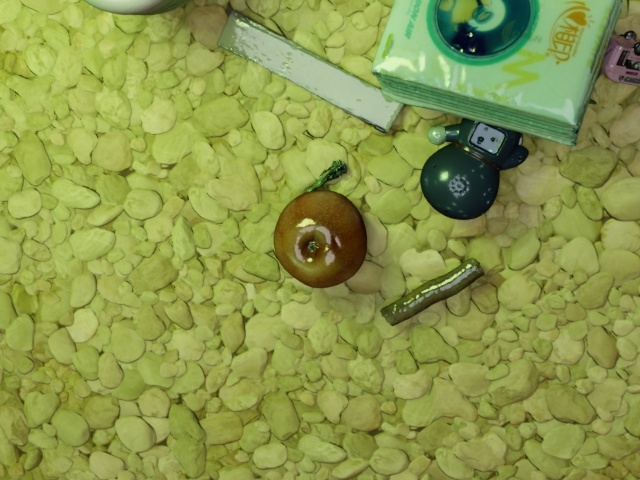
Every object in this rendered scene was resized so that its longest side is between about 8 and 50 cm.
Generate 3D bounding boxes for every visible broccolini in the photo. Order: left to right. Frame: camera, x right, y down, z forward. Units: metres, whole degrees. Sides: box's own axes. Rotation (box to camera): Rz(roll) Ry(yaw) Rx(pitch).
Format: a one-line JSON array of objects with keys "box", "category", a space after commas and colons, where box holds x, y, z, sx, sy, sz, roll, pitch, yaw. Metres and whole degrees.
[{"box": [0.001, -0.118, 1.875, 0.140, 0.030, 0.035, -42, 131, 20], "category": "broccolini"}]

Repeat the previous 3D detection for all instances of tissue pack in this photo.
[{"box": [0.319, -0.363, 1.623, 0.388, 0.162, 0.287, 18, 87, 18], "category": "tissue pack"}]

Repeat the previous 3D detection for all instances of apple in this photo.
[{"box": [0.000, 0.000, 1.830, 0.201, 0.162, 0.201, 2, 107, 8], "category": "apple"}]

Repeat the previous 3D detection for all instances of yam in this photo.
[{"box": [0.237, 0.110, 1.883, 0.241, 0.057, 0.056, -31, 98, 17], "category": "yam"}]

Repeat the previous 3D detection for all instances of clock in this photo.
[{"box": [0.296, -0.159, 1.760, 0.200, 0.146, 0.243, 27, 99, -1], "category": "clock"}]

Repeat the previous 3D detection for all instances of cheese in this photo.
[{"box": [-0.020, -0.344, 1.813, 0.400, 0.034, 0.085, 27, 102, 0], "category": "cheese"}]

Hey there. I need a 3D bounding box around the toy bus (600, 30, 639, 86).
[{"box": [0.625, -0.333, 1.671, 0.203, 0.063, 0.090, 7, 127, -12], "category": "toy bus"}]

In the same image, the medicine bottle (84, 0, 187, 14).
[{"box": [-0.325, -0.548, 1.653, 0.256, 0.325, 0.255, 2, 103, 8], "category": "medicine bottle"}]

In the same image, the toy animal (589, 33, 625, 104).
[{"box": [0.525, -0.341, 1.726, 0.105, 0.070, 0.202, 36, 109, 12], "category": "toy animal"}]
